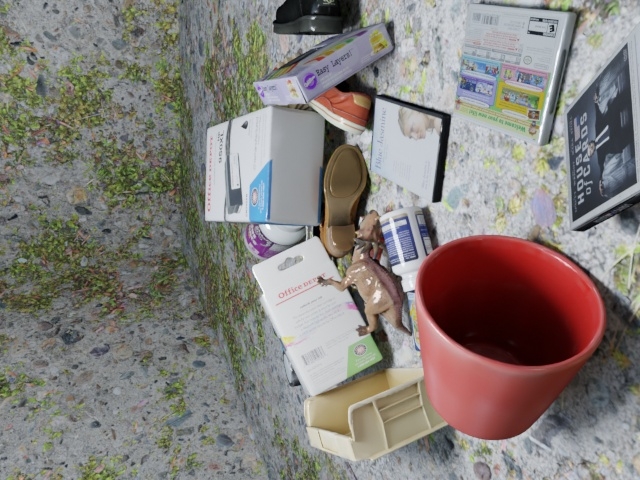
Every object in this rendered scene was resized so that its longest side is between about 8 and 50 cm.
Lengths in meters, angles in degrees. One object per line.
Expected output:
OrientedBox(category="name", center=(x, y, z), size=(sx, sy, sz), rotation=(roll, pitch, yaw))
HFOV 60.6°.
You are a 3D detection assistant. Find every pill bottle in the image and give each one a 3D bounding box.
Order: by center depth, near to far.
OrientedBox(category="pill bottle", center=(0.190, 0.020, 1.167), size=(0.094, 0.094, 0.169), rotation=(-32, 70, 64))
OrientedBox(category="pill bottle", center=(-0.134, -0.051, 1.758), size=(0.301, 0.169, 0.169), rotation=(-41, 62, 62))

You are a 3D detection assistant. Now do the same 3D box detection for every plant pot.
OrientedBox(category="plant pot", center=(0.274, 0.168, 0.870), size=(0.275, 0.275, 0.243), rotation=(-126, 26, -45))

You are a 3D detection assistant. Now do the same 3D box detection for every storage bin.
OrientedBox(category="storage bin", center=(0.122, 0.394, 1.268), size=(0.262, 0.260, 0.123), rotation=(-28, 77, 64))

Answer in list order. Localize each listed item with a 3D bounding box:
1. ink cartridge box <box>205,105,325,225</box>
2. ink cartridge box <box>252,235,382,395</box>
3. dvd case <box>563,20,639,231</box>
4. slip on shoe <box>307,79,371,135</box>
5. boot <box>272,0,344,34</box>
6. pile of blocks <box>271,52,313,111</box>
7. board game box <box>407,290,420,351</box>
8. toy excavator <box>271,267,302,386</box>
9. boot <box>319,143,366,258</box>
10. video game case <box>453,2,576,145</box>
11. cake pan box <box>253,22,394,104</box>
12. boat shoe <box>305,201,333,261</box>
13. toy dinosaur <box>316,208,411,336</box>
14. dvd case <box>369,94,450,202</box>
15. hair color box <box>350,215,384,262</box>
OrientedBox(category="ink cartridge box", center=(-0.167, -0.186, 1.498), size=(0.395, 0.166, 0.285), rotation=(3, 91, 56))
OrientedBox(category="ink cartridge box", center=(-0.020, 0.192, 1.411), size=(0.353, 0.207, 0.119), rotation=(64, 166, 6))
OrientedBox(category="dvd case", center=(0.351, -0.121, 0.665), size=(0.239, 0.029, 0.179), rotation=(65, -154, -78))
OrientedBox(category="slip on shoe", center=(0.026, -0.367, 1.374), size=(0.331, 0.123, 0.101), rotation=(49, 119, 49))
OrientedBox(category="boot", center=(-0.021, -0.636, 1.328), size=(0.348, 0.131, 0.260), rotation=(-142, 50, -60))
OrientedBox(category="pile of blocks", center=(-0.095, -0.361, 1.621), size=(0.149, 0.112, 0.362), rotation=(8, 107, 65))
OrientedBox(category="board game box", center=(0.260, 0.177, 1.147), size=(0.201, 0.035, 0.136), rotation=(-4, 95, 66))
OrientedBox(category="toy excavator", center=(-0.062, 0.251, 1.705), size=(0.445, 0.222, 0.433), rotation=(119, 137, -67))
OrientedBox(category="boot", center=(0.051, -0.094, 1.445), size=(0.220, 0.109, 0.283), rotation=(147, 120, -82))
OrientedBox(category="video game case", center=(0.304, -0.275, 0.892), size=(0.212, 0.023, 0.193), rotation=(42, 136, 53))
OrientedBox(category="cake pan box", center=(-0.003, -0.394, 1.245), size=(0.267, 0.246, 0.070), rotation=(27, 147, 62))
OrientedBox(category="boat shoe", center=(0.000, 0.000, 1.589), size=(0.068, 0.081, 0.228), rotation=(167, 95, -70))
OrientedBox(category="toy dinosaur", center=(0.132, 0.096, 1.259), size=(0.200, 0.127, 0.296), rotation=(-42, 80, 39))
OrientedBox(category="dvd case", center=(0.184, -0.204, 1.182), size=(0.253, 0.022, 0.180), rotation=(41, 135, 55))
OrientedBox(category="hair color box", center=(0.120, 0.013, 1.379), size=(0.072, 0.043, 0.141), rotation=(55, 145, 44))
